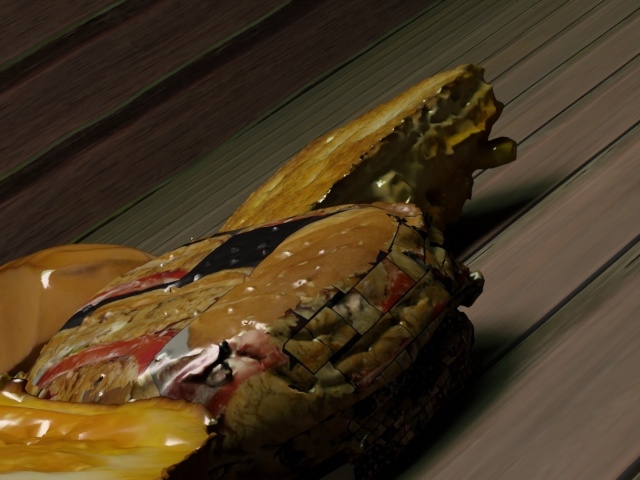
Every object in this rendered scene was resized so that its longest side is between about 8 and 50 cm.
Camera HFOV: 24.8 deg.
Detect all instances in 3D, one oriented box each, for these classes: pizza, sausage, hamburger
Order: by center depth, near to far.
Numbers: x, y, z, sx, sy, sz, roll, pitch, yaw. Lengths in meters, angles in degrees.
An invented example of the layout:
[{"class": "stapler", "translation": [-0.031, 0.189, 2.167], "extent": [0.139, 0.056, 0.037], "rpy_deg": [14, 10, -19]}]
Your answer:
[{"class": "hamburger", "translation": [-0.038, 0.062, 0.658], "extent": [0.231, 0.107, 0.231], "rpy_deg": [-23, 10, 5]}, {"class": "pizza", "translation": [-0.023, 0.011, 0.938], "extent": [0.258, 0.087, 0.268], "rpy_deg": [-40, 11, -25]}, {"class": "sausage", "translation": [-0.207, 0.071, 1.109], "extent": [0.241, 0.120, 0.136], "rpy_deg": [-21, -19, 41]}]

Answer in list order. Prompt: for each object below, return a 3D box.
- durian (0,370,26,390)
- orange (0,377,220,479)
[{"class": "durian", "translation": [-0.198, 0.118, 0.950], "extent": [0.224, 0.078, 0.140], "rpy_deg": [-36, 10, -20]}, {"class": "orange", "translation": [-0.155, 0.094, 0.381], "extent": [0.274, 0.274, 0.310], "rpy_deg": [-30, 29, 12]}]
